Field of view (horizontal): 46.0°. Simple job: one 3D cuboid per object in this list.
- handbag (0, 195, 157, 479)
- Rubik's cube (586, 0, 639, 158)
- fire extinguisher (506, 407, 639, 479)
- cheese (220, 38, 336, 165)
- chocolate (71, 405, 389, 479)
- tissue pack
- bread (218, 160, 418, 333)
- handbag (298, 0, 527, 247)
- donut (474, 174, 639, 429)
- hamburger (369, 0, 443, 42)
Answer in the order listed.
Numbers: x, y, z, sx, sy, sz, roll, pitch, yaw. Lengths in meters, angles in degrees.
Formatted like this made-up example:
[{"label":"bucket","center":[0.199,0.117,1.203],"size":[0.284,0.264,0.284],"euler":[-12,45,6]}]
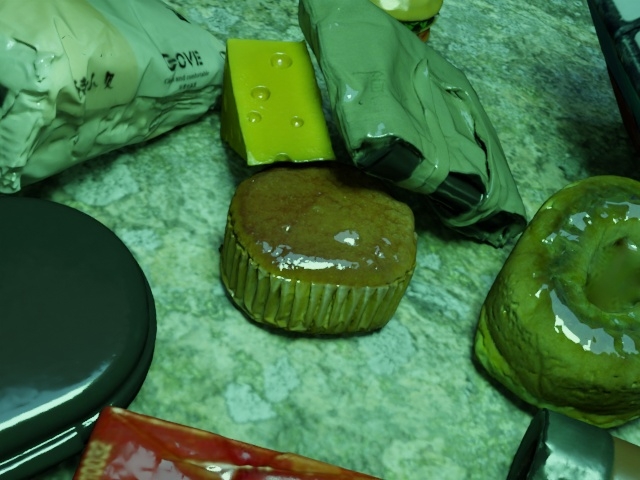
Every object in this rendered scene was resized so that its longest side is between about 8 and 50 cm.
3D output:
[{"label":"handbag","center":[-0.285,0.087,0.607],"size":[0.308,0.093,0.254],"euler":[-22,61,-30]},{"label":"Rubik's cube","center":[0.512,-0.188,0.848],"size":[0.313,0.318,0.316],"euler":[-23,47,20]},{"label":"fire extinguisher","center":[0.330,0.270,0.578],"size":[0.376,0.113,0.200],"euler":[20,29,9]},{"label":"cheese","center":[-0.048,-0.124,0.802],"size":[0.093,0.126,0.171],"euler":[-3,38,-17]},{"label":"chocolate","center":[-0.077,0.260,0.514],"size":[0.235,0.108,0.237],"euler":[15,50,-4]},{"label":"tissue pack","center":[-0.317,-0.212,0.792],"size":[0.390,0.195,0.375],"euler":[26,27,7]},{"label":"bread","center":[0.000,0.001,0.754],"size":[0.199,0.104,0.199],"euler":[8,47,-9]},{"label":"handbag","center":[0.109,-0.133,0.842],"size":[0.316,0.109,0.253],"euler":[25,40,-42]},{"label":"donut","center":[0.283,0.056,0.753],"size":[0.209,0.128,0.261],"euler":[25,58,11]},{"label":"hamburger","center":[0.090,-0.330,1.049],"size":[0.162,0.115,0.162],"euler":[7,47,-8]}]
